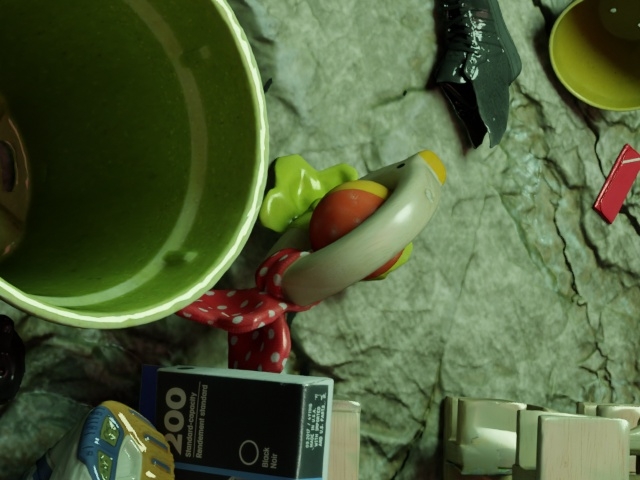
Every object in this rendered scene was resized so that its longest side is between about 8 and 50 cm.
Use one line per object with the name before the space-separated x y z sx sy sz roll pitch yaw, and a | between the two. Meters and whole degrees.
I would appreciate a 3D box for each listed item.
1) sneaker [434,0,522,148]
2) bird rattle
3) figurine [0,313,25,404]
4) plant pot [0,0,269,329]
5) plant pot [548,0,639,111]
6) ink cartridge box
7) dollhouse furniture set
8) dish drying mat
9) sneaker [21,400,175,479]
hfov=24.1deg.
sneaker | 0.140 -0.178 1.422 0.089 0.051 0.170 -46 117 -31
bird rattle | 0.000 0.000 1.222 0.143 0.207 0.253 58 33 -6
figurine | -0.271 0.148 1.039 0.092 0.209 0.215 10 84 -34
plant pot | -0.219 -0.066 1.039 0.276 0.254 0.276 7 78 -38
plant pot | 0.304 -0.211 1.503 0.134 0.134 0.095 55 36 -22
ink cartridge box | -0.086 0.203 1.167 0.045 0.208 0.206 7 85 -50
dollhouse furniture set | 0.145 0.264 1.253 0.394 0.362 0.256 3 86 -7
dish drying mat | 0.313 -0.060 1.567 0.032 0.008 0.083 41 68 -28
sneaker | -0.189 0.251 1.076 0.112 0.131 0.296 45 28 -18
